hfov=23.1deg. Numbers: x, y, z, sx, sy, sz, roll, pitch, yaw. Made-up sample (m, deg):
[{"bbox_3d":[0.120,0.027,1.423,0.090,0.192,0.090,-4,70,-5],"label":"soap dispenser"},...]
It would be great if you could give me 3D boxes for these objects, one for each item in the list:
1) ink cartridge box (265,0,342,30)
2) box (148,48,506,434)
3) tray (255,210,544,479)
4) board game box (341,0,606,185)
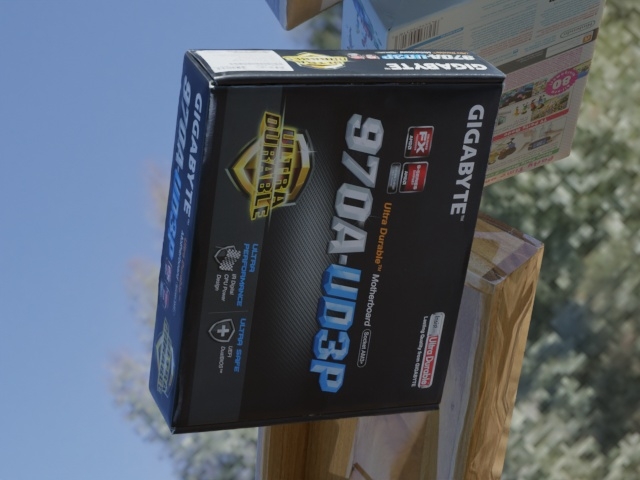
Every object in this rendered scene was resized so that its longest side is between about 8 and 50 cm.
[{"bbox_3d":[0.054,-0.266,1.137,0.234,0.088,0.193,-30,-6,-6],"label":"ink cartridge box"},{"bbox_3d":[0.000,0.000,0.890,0.175,0.051,0.220,-2,-62,-23],"label":"box"},{"bbox_3d":[0.051,0.136,1.265,0.076,0.203,0.411,-34,-38,-41],"label":"tray"},{"bbox_3d":[0.132,-0.159,1.414,0.224,0.097,0.303,-21,-30,-14],"label":"board game box"}]
